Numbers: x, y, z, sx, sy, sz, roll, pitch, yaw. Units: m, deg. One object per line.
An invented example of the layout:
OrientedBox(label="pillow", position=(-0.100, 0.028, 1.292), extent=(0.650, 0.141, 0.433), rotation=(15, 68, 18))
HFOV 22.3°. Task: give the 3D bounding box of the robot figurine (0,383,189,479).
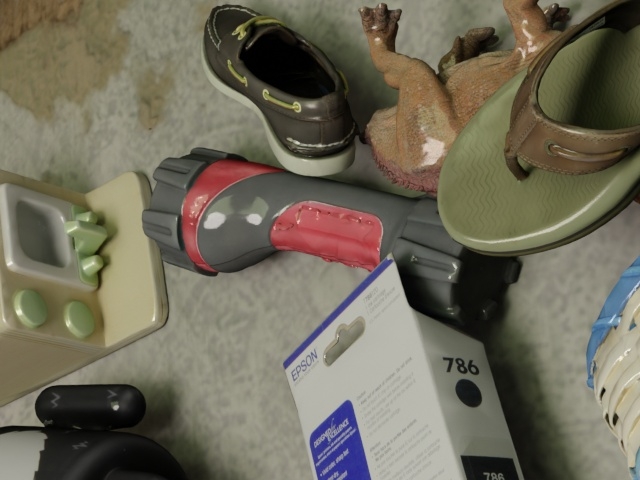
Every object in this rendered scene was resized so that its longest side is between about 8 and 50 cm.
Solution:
OrientedBox(label="robot figurine", position=(-0.211, 0.232, 1.286), extent=(0.278, 0.209, 0.173), rotation=(-2, 112, 39))

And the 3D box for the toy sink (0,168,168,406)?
OrientedBox(label="toy sink", position=(-0.268, 0.035, 1.417), extent=(0.234, 0.131, 0.152), rotation=(-25, 64, 32))

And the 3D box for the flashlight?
OrientedBox(label="flashlight", position=(0.000, 0.000, 1.230), extent=(0.304, 0.103, 0.103), rotation=(16, 115, 40))

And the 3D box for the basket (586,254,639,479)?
OrientedBox(label="basket", position=(0.271, 0.044, 0.913), extent=(0.255, 0.201, 0.289), rotation=(-51, 17, 30))

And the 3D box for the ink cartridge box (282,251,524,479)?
OrientedBox(label="ink cartridge box", position=(0.070, 0.189, 1.103), extent=(0.165, 0.065, 0.332), rotation=(-47, 48, 44))

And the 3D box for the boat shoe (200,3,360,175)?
OrientedBox(label="boat shoe", position=(-0.034, -0.137, 1.280), extent=(0.228, 0.081, 0.068), rotation=(-128, 30, -46))

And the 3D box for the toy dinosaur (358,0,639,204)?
OrientedBox(label="toy dinosaur", position=(0.122, -0.077, 1.127), extent=(0.296, 0.127, 0.200), rotation=(-15, 68, 34))

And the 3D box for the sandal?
OrientedBox(label="sandal", position=(0.170, -0.091, 0.936), extent=(0.303, 0.086, 0.120), rotation=(-34, 55, 41))
